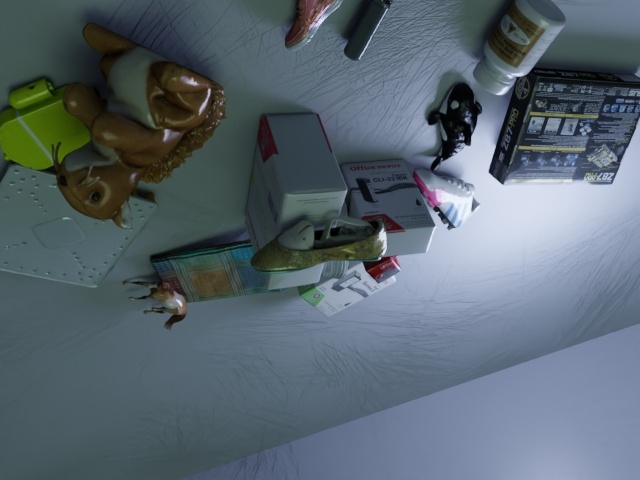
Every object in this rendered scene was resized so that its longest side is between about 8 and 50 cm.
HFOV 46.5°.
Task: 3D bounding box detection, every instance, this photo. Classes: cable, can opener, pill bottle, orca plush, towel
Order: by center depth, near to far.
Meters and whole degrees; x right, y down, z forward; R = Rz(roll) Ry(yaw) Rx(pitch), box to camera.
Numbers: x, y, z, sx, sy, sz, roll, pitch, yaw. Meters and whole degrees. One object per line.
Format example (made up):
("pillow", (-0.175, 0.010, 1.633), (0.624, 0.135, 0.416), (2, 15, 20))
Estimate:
("can opener", (0.110, -0.535, 1.644), (0.095, 0.076, 0.283), (28, 132, -5))
("pill bottle", (0.473, -0.472, 1.806), (0.131, 0.131, 0.229), (5, 138, -28))
("orca plush", (0.366, -0.287, 2.030), (0.151, 0.102, 0.287), (0, 141, -22))
("cable", (0.019, -0.017, 2.109), (0.089, 0.257, 0.257), (-5, 154, -12))
("towel", (-0.302, 0.102, 2.273), (0.369, 0.040, 0.272), (-9, 143, 3))

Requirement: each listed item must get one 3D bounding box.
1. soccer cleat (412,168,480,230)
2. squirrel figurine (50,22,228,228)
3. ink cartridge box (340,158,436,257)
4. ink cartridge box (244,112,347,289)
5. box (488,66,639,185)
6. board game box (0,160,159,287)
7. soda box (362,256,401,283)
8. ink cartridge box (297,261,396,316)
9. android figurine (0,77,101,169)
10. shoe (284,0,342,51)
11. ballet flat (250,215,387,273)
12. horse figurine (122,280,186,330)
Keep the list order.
("soccer cleat", (0.379, -0.150, 2.226), (0.143, 0.116, 0.331), (-38, 146, 9))
("squirrel figurine", (-0.385, -0.213, 1.610), (0.371, 0.281, 0.397), (-64, 161, 8))
("ink cartridge box", (0.174, -0.092, 2.065), (0.196, 0.273, 0.114), (-6, 139, -16))
("ink cartridge box", (-0.077, -0.097, 1.947), (0.160, 0.279, 0.385), (-6, 143, -19))
("box", (0.693, -0.309, 2.072), (0.394, 0.097, 0.319), (-3, 121, -21))
("board game box", (-0.688, -0.036, 1.963), (0.389, 0.050, 0.390), (16, 133, -37))
("soda box", (0.146, -0.012, 2.161), (0.083, 0.263, 0.092), (-29, 143, 13))
("ink cartridge box", (0.079, 0.113, 2.425), (0.272, 0.115, 0.198), (-29, 143, 15))
("android figurine", (-0.613, -0.255, 1.700), (0.272, 0.056, 0.248), (-22, 145, 2))
("shoe", (-0.034, -0.498, 1.622), (0.178, 0.064, 0.081), (-42, 136, 22))
("ballet flat", (0.000, 0.000, 1.789), (0.348, 0.123, 0.123), (-6, 143, -20))
("horse figurine", (-0.485, 0.185, 2.287), (0.174, 0.066, 0.263), (-6, 143, 21))
